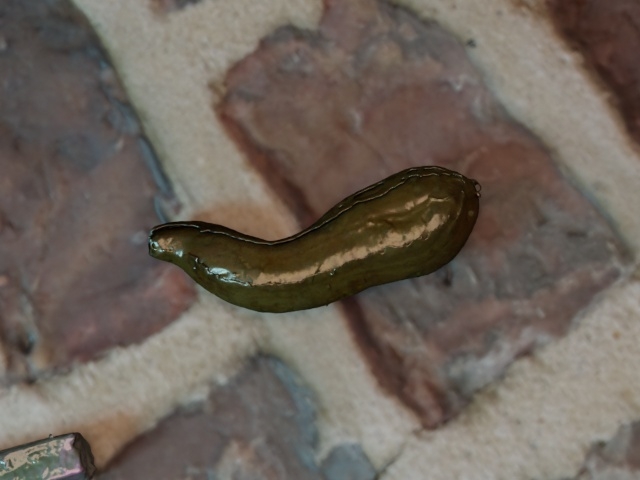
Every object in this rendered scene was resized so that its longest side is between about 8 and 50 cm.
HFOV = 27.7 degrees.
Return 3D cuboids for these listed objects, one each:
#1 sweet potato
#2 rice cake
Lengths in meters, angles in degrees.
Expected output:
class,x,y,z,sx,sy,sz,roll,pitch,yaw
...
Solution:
class,x,y,z,sx,sy,sz,roll,pitch,yaw
sweet potato,-0.001,0.006,0.888,0.233,0.062,0.081,-12,64,4
rice cake,-0.255,0.170,0.876,0.206,0.047,0.036,-14,65,-2
